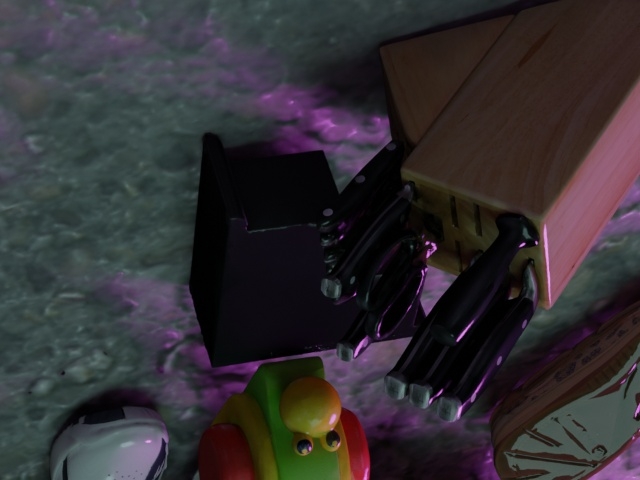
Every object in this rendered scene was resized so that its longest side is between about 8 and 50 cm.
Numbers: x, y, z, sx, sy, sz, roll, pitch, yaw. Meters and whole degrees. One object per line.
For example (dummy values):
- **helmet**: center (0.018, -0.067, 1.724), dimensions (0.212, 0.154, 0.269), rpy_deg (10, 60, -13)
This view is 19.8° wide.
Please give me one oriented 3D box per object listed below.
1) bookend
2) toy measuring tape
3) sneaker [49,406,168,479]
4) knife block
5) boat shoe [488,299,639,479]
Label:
- **bookend**: center (0.000, 0.000, 1.206), dimensions (0.156, 0.072, 0.157), rpy_deg (-8, 142, -14)
- **toy measuring tape**: center (-0.042, 0.185, 1.326), dimensions (0.121, 0.121, 0.330), rpy_deg (-5, 156, -20)
- **sneaker**: center (-0.160, 0.241, 1.370), dimensions (0.094, 0.153, 0.235), rpy_deg (6, 136, -33)
- **knife block**: center (0.127, -0.023, 1.087), dimensions (0.275, 0.242, 0.088), rpy_deg (-14, 140, -2)
- **boat shoe**: center (0.253, 0.093, 1.445), dimensions (0.285, 0.089, 0.104), rpy_deg (-31, 116, 11)
